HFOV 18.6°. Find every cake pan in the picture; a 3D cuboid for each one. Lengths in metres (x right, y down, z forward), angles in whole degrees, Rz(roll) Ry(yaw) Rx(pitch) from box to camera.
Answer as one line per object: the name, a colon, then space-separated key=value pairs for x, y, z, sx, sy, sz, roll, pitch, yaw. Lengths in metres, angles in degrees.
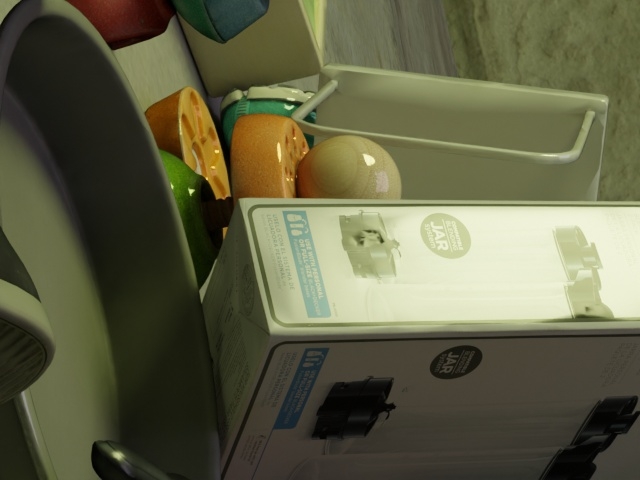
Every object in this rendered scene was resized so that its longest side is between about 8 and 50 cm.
cake pan: x=-0.113 y=0.038 z=0.878 sx=0.293 sy=0.054 sz=0.293 roll=-12 pitch=90 yaw=-80

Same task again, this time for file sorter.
file sorter: x=0.069 y=0.045 z=1.256 sx=0.173 sy=0.193 sz=0.278 roll=-50 pitch=147 yaw=-72

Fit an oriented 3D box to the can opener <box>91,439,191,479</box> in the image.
can opener: x=-0.063 y=0.125 z=0.789 sx=0.059 sy=0.073 sz=0.186 roll=-60 pitch=156 yaw=-7

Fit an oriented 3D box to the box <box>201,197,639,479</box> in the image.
box: x=0.082 y=0.061 z=1.057 sx=0.169 sy=0.290 sz=0.087 roll=113 pitch=-30 yaw=-47

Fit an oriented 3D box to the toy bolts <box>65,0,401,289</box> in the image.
toy bolts: x=-0.039 y=-0.091 z=1.120 sx=0.218 sy=0.158 sz=0.228 roll=-52 pitch=129 yaw=-76

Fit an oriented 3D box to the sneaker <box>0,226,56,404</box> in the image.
sneaker: x=-0.176 y=-0.025 z=0.617 sx=0.118 sy=0.083 sz=0.222 roll=62 pitch=9 yaw=30

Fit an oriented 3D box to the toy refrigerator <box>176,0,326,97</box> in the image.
toy refrigerator: x=-0.069 y=-0.239 z=1.308 sx=0.102 sy=0.094 sz=0.269 roll=-87 pitch=161 yaw=-52

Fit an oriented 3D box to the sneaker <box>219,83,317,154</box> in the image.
sneaker: x=0.000 y=0.000 z=1.405 sx=0.110 sy=0.107 sz=0.275 roll=-74 pitch=151 yaw=-41
